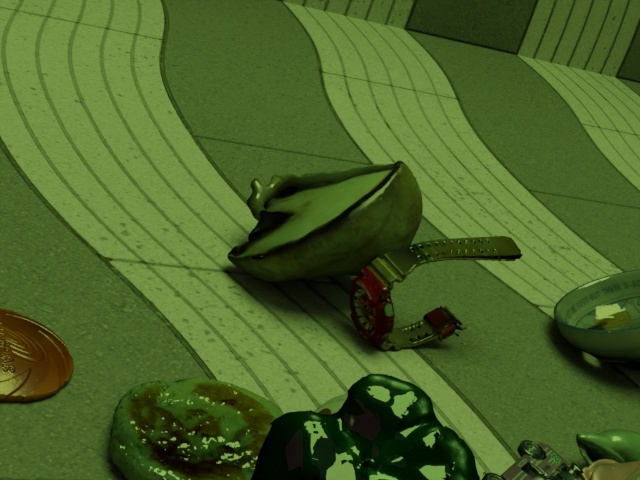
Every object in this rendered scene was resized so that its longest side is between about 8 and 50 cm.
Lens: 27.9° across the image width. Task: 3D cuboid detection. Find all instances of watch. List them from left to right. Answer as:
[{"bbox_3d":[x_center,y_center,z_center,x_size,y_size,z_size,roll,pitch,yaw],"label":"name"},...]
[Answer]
[{"bbox_3d":[0.172,0.079,1.945,0.268,0.165,0.102,-5,35,-30],"label":"watch"}]

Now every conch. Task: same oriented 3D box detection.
[{"bbox_3d":[0.425,0.312,1.823,0.180,0.088,0.065,17,-22,-34],"label":"conch"}]

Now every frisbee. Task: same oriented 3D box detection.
[{"bbox_3d":[-0.390,0.127,1.555,0.192,0.035,0.192,18,25,-9],"label":"frisbee"}]

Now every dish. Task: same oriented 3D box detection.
[{"bbox_3d":[0.537,0.155,2.160,0.273,0.134,0.273,-12,15,3],"label":"dish"}]

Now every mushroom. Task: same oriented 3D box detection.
[{"bbox_3d":[0.001,0.006,1.979,0.292,0.212,0.217,7,49,35],"label":"mushroom"}]

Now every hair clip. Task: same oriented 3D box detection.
[{"bbox_3d":[0.427,0.343,1.743,0.138,0.102,0.123,-12,48,9],"label":"hair clip"}]

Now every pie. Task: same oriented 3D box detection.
[{"bbox_3d":[-0.134,0.236,1.503,0.240,0.054,0.240,13,27,-7],"label":"pie"}]

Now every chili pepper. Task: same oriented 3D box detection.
[{"bbox_3d":[0.050,0.275,1.320,0.248,0.257,0.233,32,52,24],"label":"chili pepper"}]

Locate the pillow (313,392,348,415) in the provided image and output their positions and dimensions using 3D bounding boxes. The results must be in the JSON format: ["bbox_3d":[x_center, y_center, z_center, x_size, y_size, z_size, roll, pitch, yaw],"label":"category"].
[{"bbox_3d":[0.073,0.277,1.579,0.214,0.086,0.233,44,28,20],"label":"pillow"}]

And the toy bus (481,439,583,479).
[{"bbox_3d":[0.249,0.330,1.582,0.108,0.096,0.199,36,29,20],"label":"toy bus"}]

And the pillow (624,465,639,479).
[{"bbox_3d":[0.450,0.355,1.617,0.270,0.067,0.173,-35,69,-27],"label":"pillow"}]
